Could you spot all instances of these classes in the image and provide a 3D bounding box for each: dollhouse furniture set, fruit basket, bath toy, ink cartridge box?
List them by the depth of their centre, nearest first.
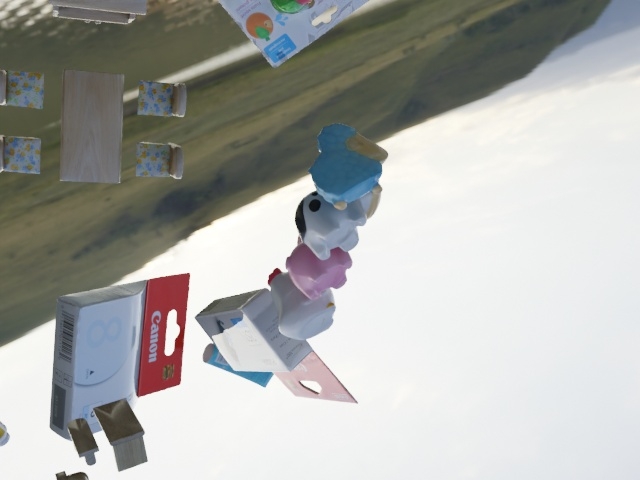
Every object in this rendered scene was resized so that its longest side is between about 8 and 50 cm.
[{"bbox_3d":[0.000,0.000,1.236,0.151,0.129,0.348,-20,145,-35],"label":"bath toy"},{"bbox_3d":[-0.363,0.372,1.372,0.144,0.151,0.123,-15,-157,-23],"label":"dollhouse furniture set"},{"bbox_3d":[-0.091,0.213,1.519,0.066,0.261,0.296,-41,-171,-23],"label":"ink cartridge box"},{"bbox_3d":[-0.080,-0.542,1.579,0.327,0.353,0.165,-29,-159,25],"label":"fruit basket"},{"bbox_3d":[-0.443,-0.307,1.625,0.362,0.394,0.256,1,-171,-18],"label":"dollhouse furniture set"},{"bbox_3d":[-0.426,0.252,1.896,0.091,0.308,0.385,18,-163,36],"label":"ink cartridge box"}]

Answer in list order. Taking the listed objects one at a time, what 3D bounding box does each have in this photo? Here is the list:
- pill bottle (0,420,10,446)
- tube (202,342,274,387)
[{"bbox_3d":[-0.603,0.344,1.521,0.043,0.083,0.043,-12,-135,12],"label":"pill bottle"},{"bbox_3d":[-0.200,0.315,2.112,0.080,0.207,0.052,-53,-147,17],"label":"tube"}]
